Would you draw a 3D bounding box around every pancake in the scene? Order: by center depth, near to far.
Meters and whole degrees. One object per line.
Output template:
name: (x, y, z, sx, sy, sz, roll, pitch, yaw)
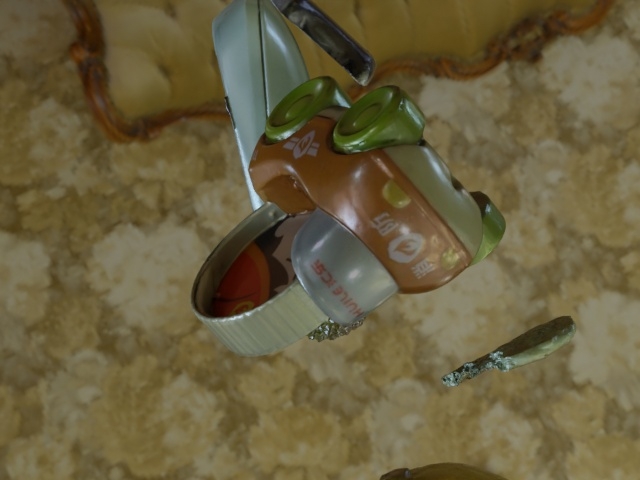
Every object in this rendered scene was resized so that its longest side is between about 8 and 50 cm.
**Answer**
pancake: (0.172, 0.097, 1.008, 0.116, 0.022, 0.129, -24, 177, -19)

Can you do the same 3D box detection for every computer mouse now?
computer mouse: (-0.051, -0.139, 1.283, 0.097, 0.288, 0.159, -13, -169, 0)

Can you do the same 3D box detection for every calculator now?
calculator: (-0.002, -0.276, 1.475, 0.040, 0.177, 0.268, -48, -163, 7)

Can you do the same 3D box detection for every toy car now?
toy car: (0.000, 0.000, 0.871, 0.235, 0.145, 0.235, -32, -153, 19)

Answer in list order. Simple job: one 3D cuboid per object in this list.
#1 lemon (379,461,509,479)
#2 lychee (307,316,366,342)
lemon: (0.138, 0.409, 1.235, 0.348, 0.348, 0.348, -27, 166, -7)
lychee: (0.009, 0.058, 1.586, 0.171, 0.171, 0.171, -27, 166, -7)
